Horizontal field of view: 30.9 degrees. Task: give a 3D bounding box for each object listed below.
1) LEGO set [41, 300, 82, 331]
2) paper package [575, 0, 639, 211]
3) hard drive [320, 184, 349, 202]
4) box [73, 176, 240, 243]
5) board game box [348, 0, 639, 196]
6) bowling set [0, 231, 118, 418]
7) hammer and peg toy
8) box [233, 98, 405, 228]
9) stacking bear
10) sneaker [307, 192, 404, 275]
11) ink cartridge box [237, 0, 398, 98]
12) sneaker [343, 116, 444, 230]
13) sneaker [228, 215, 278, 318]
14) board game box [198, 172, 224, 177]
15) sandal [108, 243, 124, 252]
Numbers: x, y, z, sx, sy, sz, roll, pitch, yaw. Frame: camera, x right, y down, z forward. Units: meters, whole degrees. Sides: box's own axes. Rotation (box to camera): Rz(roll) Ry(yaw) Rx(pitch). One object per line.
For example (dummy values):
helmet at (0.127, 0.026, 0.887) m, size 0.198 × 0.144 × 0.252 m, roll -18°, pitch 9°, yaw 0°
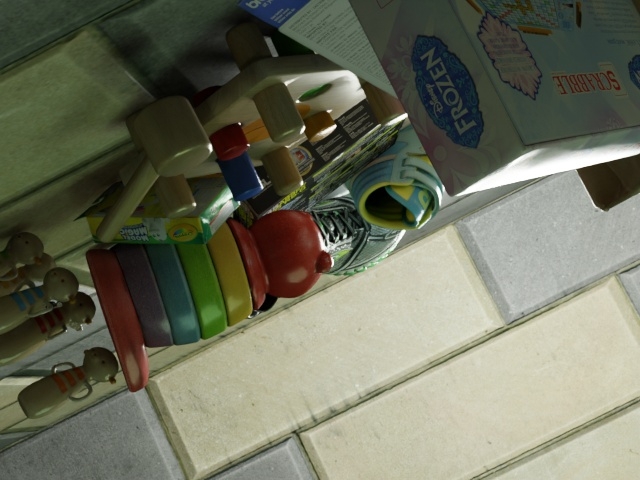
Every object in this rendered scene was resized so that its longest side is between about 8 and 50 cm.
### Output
LEGO set at (-0.464, 0.126, 1.636) m, size 0.244 × 0.060 × 0.182 m, roll -10°, pitch -176°, yaw 40°
paper package at (0.372, -0.228, 1.332) m, size 0.309 × 0.325 × 0.168 m, roll -15°, pitch 165°, yaw -48°
hard drive at (-0.015, -0.070, 2.020) m, size 0.210 × 0.040 × 0.319 m, roll -22°, pitch 170°, yaw -21°
box at (-0.200, -0.036, 1.403) m, size 0.179 × 0.043 × 0.105 m, roll 3°, pitch -149°, yaw 23°
board game box at (0.122, -0.200, 0.840) m, size 0.066 × 0.318 × 0.318 m, roll -33°, pitch 168°, yaw 36°
bowling set at (-0.358, 0.059, 1.419) m, size 0.154 × 0.287 × 0.200 m, roll -29°, pitch 139°, yaw -26°
hammer and peg toy at (-0.098, -0.126, 1.240) m, size 0.266 × 0.127 × 0.361 m, roll -32°, pitch 169°, yaw 40°
box at (-0.002, -0.109, 1.622) m, size 0.270 × 0.060 × 0.216 m, roll -38°, pitch 172°, yaw -10°
stacking bear at (-0.131, 0.044, 1.449) m, size 0.289 × 0.175 × 0.164 m, roll -18°, pitch 133°, yaw -12°
sneaker at (0.000, 0.000, 1.900) m, size 0.343 × 0.134 × 0.146 m, roll -23°, pitch 170°, yaw -16°
ink cartridge box at (0.094, -0.226, 1.119) m, size 0.311 × 0.065 × 0.185 m, roll 22°, pitch 139°, yaw -37°
sneaker at (0.184, -0.119, 1.762) m, size 0.319 × 0.127 × 0.208 m, roll -29°, pitch -149°, yaw 11°
sneaker at (-0.132, 0.058, 1.706) m, size 0.104 × 0.147 × 0.296 m, roll -41°, pitch 176°, yaw -16°
board game box at (-0.178, -0.072, 1.608) m, size 0.259 × 0.039 × 0.124 m, roll -24°, pitch 171°, yaw -28°
sandal at (-0.238, 0.008, 1.711) m, size 0.219 × 0.060 × 0.090 m, roll -28°, pitch -168°, yaw 15°
